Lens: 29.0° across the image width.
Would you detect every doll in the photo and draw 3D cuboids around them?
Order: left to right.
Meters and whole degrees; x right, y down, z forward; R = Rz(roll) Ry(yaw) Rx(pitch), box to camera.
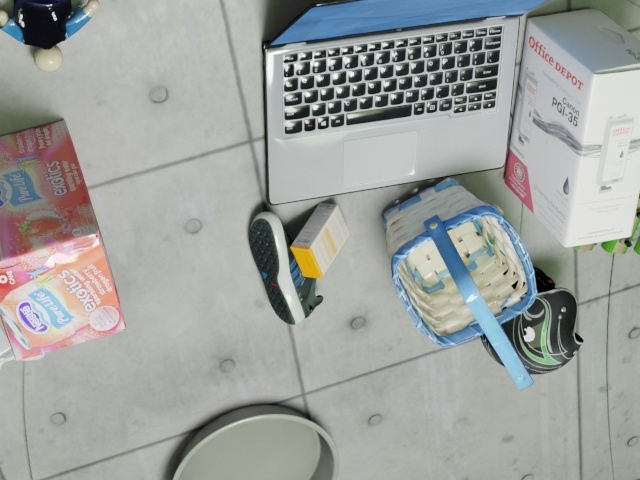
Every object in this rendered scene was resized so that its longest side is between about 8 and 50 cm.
[{"bbox_3d":[-0.340,-0.296,1.539,0.129,0.046,0.189,-6,124,-16],"label":"doll"}]

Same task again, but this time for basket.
[{"bbox_3d":[0.216,0.059,1.832,0.201,0.289,0.255,-26,133,8],"label":"basket"}]

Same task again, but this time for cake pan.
[{"bbox_3d":[-0.114,0.391,2.081,0.293,0.054,0.293,-10,125,-15],"label":"cake pan"}]

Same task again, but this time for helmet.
[{"bbox_3d":[0.343,0.139,2.019,0.169,0.169,0.162,-11,109,-14],"label":"helmet"}]

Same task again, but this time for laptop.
[{"bbox_3d":[0.134,-0.195,1.668,0.381,0.236,0.408,-9,125,-14],"label":"laptop"}]

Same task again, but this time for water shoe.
[{"bbox_3d":[-0.050,0.030,1.868,0.080,0.073,0.203,-36,132,-31],"label":"water shoe"}]

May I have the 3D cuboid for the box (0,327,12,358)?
[{"bbox_3d":[-0.536,0.139,1.683,0.186,0.038,0.145,-33,87,-17],"label":"box"}]

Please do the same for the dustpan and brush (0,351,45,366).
[{"bbox_3d":[-0.488,0.166,1.771,0.060,0.147,0.211,-10,172,31],"label":"dustpan and brush"}]

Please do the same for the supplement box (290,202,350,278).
[{"bbox_3d":[0.000,0.000,1.838,0.098,0.036,0.062,-56,138,-35],"label":"supplement box"}]

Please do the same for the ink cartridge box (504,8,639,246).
[{"bbox_3d":[0.375,-0.166,1.796,0.117,0.207,0.283,-9,124,-17],"label":"ink cartridge box"}]

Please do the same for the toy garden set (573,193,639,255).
[{"bbox_3d":[0.556,-0.058,2.036,0.244,0.049,0.204,5,120,-23],"label":"toy garden set"}]

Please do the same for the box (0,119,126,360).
[{"bbox_3d":[-0.353,-0.009,1.567,0.142,0.300,0.154,-16,127,-11],"label":"box"}]
